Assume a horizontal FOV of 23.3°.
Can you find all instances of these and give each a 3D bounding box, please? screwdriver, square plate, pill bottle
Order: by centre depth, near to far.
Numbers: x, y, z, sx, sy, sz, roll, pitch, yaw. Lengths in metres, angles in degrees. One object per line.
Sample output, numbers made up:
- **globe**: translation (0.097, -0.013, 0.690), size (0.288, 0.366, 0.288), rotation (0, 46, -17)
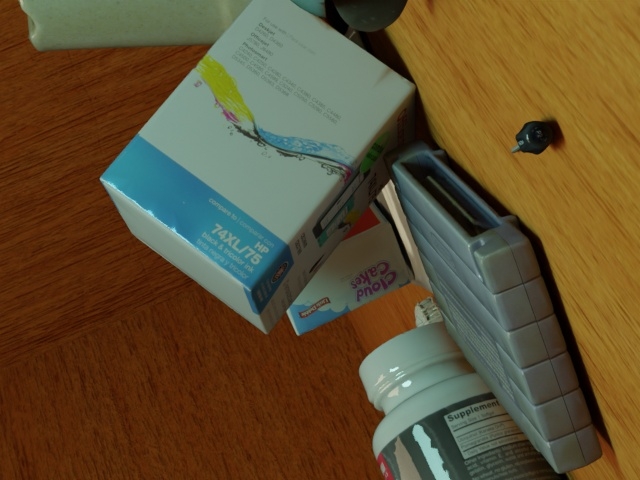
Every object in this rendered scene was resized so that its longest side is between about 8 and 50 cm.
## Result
- **screwdriver**: translation (0.146, -0.073, 1.129), size (0.025, 0.024, 0.170), rotation (38, 180, -4)
- **pill bottle**: translation (0.163, 0.255, 1.698), size (0.176, 0.176, 0.318), rotation (75, 171, -66)
- **square plate**: translation (0.074, -0.084, 1.897), size (0.347, 0.049, 0.344), rotation (-154, 41, -85)

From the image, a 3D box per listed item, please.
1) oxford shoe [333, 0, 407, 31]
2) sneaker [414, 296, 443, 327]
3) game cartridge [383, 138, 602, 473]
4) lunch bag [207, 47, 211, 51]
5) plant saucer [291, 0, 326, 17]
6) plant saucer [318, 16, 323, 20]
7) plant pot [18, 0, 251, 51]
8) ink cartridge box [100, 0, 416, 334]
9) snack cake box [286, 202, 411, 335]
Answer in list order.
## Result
- **oxford shoe**: translation (0.033, -0.268, 1.240), size (0.076, 0.076, 0.212), rotation (-100, 1, -53)
- **sneaker**: translation (0.146, 0.108, 2.033), size (0.152, 0.054, 0.061), rotation (-152, 42, -85)
- **game cartridge**: translation (0.158, 0.051, 1.461), size (0.230, 0.068, 0.355), rotation (64, 178, -21)
- **lunch bag**: translation (-0.028, -0.175, 2.371), size (0.221, 0.138, 0.293), rotation (62, -176, 26)
- **plant saucer**: translation (-0.032, -0.329, 1.200), size (0.317, 0.044, 0.317), rotation (-6, -90, -90)
- **plant saucer**: translation (-0.023, -0.240, 1.884), size (0.278, 0.041, 0.278), rotation (175, 90, -86)
- **plant pot**: translation (-0.225, -0.366, 1.928), size (0.334, 0.305, 0.334), rotation (169, 90, -86)
- **ink cartridge box**: translation (-0.056, -0.082, 1.620), size (0.197, 0.270, 0.198), rotation (36, 169, 12)
- **snack cake box**: translation (0.000, 0.000, 1.915), size (0.264, 0.152, 0.089), rotation (-120, 7, -66)
